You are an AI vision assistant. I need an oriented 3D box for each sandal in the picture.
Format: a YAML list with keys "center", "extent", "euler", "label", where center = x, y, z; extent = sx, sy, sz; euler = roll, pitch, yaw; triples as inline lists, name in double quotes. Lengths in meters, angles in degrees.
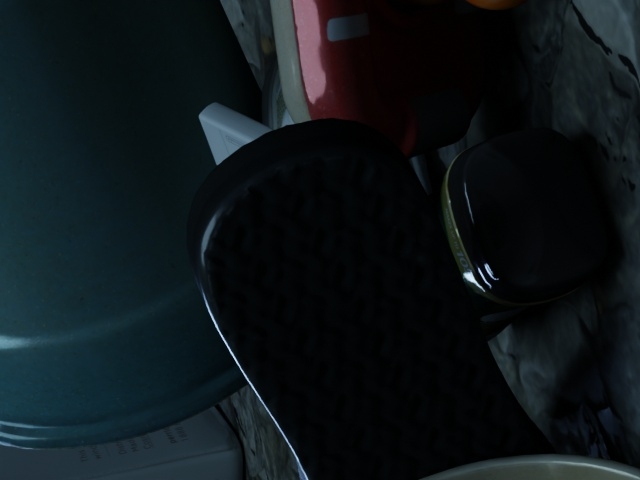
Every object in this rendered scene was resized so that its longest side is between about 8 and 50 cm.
- center: [0.050, 0.117, 1.051]
  extent: [0.107, 0.167, 0.446]
  euler: [-113, 5, -60]
  label: "sandal"

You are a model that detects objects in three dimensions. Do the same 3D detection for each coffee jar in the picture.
- center: [0.094, 0.003, 1.058]
  extent: [0.184, 0.079, 0.096]
  euler: [135, 118, -68]
  label: "coffee jar"

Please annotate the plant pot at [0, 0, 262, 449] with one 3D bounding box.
- center: [-0.186, -0.092, 1.291]
  extent: [0.341, 0.341, 0.334]
  euler: [55, 166, 51]
  label: "plant pot"

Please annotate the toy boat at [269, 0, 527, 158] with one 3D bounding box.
- center: [0.061, -0.158, 1.025]
  extent: [0.151, 0.151, 0.231]
  euler: [2, 105, 40]
  label: "toy boat"

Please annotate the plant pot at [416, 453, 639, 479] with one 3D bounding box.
- center: [0.118, 0.298, 0.952]
  extent: [0.256, 0.256, 0.274]
  euler: [47, 161, 58]
  label: "plant pot"

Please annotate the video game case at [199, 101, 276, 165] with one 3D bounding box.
- center: [0.000, 0.000, 1.091]
  extent: [0.157, 0.019, 0.143]
  euler: [28, 148, 42]
  label: "video game case"

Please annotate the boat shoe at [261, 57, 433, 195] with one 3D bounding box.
- center: [0.030, 0.010, 1.201]
  extent: [0.103, 0.118, 0.320]
  euler: [137, 127, -73]
  label: "boat shoe"

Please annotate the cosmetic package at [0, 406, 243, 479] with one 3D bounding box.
- center: [-0.282, 0.323, 1.949]
  extent: [0.329, 0.327, 0.394]
  euler: [-129, 34, -55]
  label: "cosmetic package"
